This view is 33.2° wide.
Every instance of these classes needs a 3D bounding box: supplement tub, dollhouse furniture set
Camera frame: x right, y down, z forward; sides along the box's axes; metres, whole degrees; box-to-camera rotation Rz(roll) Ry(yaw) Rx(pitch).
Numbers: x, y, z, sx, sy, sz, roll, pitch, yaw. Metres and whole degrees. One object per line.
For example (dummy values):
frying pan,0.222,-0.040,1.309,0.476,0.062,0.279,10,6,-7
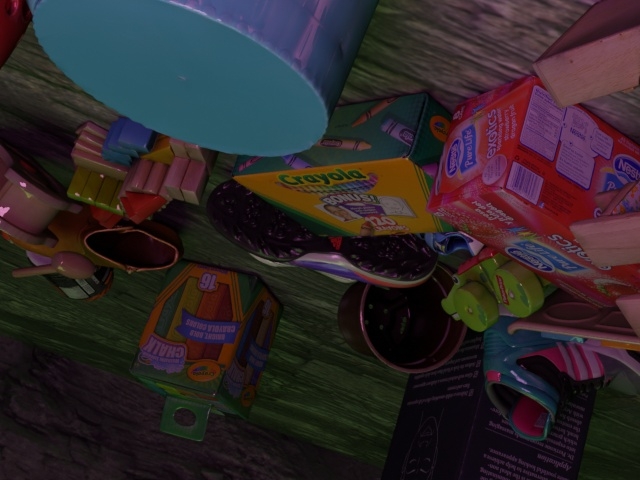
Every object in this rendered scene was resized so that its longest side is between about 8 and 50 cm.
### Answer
supplement tub,-0.440,0.035,1.916,0.117,0.117,0.190,14,161,12
dollhouse furniture set,0.303,-0.079,0.817,0.242,0.212,0.161,54,150,-15

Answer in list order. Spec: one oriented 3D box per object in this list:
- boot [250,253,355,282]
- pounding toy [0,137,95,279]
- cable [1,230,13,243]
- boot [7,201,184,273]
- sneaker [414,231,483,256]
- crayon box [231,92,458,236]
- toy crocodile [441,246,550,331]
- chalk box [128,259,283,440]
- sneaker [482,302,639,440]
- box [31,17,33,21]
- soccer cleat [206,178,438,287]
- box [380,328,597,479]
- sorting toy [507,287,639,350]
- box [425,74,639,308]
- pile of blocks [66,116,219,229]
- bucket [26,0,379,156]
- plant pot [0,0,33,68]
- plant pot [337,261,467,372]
boot,-0.013,0.004,1.548,0.190,0.069,0.086,14,155,-13
pounding toy,-0.448,-0.035,1.532,0.269,0.155,0.154,39,-176,32
cable,-0.555,-0.057,1.835,0.140,0.072,0.287,16,161,-10
boot,-0.359,-0.009,1.669,0.295,0.104,0.211,8,-178,-4
sneaker,0.143,-0.017,1.345,0.144,0.059,0.053,9,161,27
crayon box,0.054,-0.077,1.223,0.278,0.081,0.165,-2,152,45
toy crocodile,0.238,0.035,1.330,0.105,0.115,0.340,60,161,4
chalk box,-0.209,0.207,1.917,0.180,0.289,0.179,10,159,20
sneaker,0.363,0.222,1.619,0.296,0.178,0.124,24,160,-17
box,-0.241,-0.256,1.066,0.207,0.036,0.114,10,159,21
soccer cleat,0.000,0.000,1.457,0.318,0.108,0.116,14,164,4
box,0.261,0.368,1.782,0.212,0.395,0.293,24,160,-15
sorting toy,0.359,0.089,1.306,0.208,0.038,0.193,0,-164,37
box,0.249,-0.040,1.081,0.257,0.128,0.123,27,159,-26
pile of blocks,-0.264,-0.083,1.446,0.149,0.112,0.362,27,158,-25
bucket,-0.083,-0.202,0.849,0.281,0.183,0.281,16,161,6
plant pot,-0.325,-0.249,0.921,0.191,0.174,0.191,17,149,11
plant pot,0.109,0.112,1.594,0.167,0.167,0.165,23,167,-14
